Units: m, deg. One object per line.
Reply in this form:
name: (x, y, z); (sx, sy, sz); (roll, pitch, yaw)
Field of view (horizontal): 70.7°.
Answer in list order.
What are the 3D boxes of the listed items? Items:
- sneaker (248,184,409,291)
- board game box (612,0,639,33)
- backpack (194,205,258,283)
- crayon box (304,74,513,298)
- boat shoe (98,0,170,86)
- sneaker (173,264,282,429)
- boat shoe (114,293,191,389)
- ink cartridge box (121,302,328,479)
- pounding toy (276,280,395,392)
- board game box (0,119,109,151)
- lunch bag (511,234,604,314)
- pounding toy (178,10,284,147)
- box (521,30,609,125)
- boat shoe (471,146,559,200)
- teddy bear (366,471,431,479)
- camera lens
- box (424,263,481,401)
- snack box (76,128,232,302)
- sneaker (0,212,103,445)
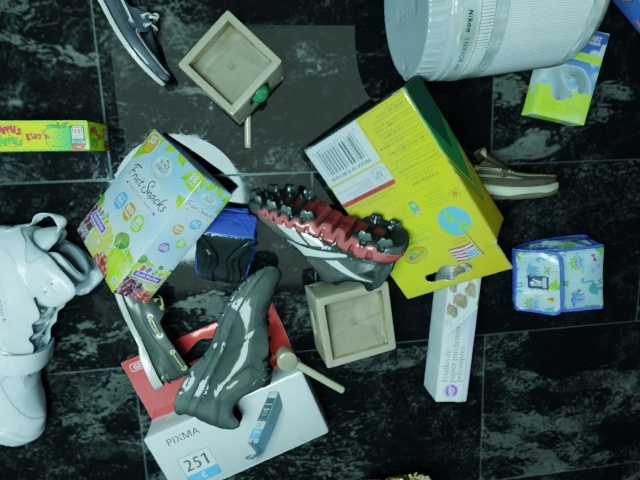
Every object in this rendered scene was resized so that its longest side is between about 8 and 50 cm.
sneaker: (0.000, 0.000, 0.741); (0.276, 0.097, 0.135); (21, 126, 16)
board game box: (0.515, -0.444, 0.655); (0.347, 0.233, 0.078); (28, 96, -24)
backpack: (-0.153, 0.008, 0.747); (0.098, 0.101, 0.120); (11, 131, -7)
crayon box: (0.146, -0.069, 0.728); (0.202, 0.081, 0.318); (-23, 107, 39)
boat shoe: (-0.280, -0.335, 0.678); (0.065, 0.075, 0.206); (-31, 98, 2)
sneaker: (-0.125, 0.178, 0.756); (0.130, 0.109, 0.286); (27, 89, 1)
boat shoe: (-0.287, 0.133, 0.759); (0.069, 0.081, 0.227); (-22, 98, -17)
ink cartridge box: (-0.170, 0.283, 0.810); (0.297, 0.066, 0.261); (-23, 103, -3)
pounding toy: (0.017, 0.167, 0.795); (0.206, 0.094, 0.180); (-13, 105, -12)
board game box: (-0.429, -0.155, 0.679); (0.182, 0.092, 0.043); (-2, 101, -8)
lunch bag: (0.438, 0.065, 0.847); (0.151, 0.096, 0.128); (-6, 104, 7)
pounding toy: (-0.129, -0.246, 0.714); (0.141, 0.100, 0.130); (43, 91, -2)
box: (0.436, -0.303, 0.801); (0.109, 0.042, 0.178); (9, 100, -10)
boat shoe: (0.292, -0.116, 0.790); (0.258, 0.095, 0.095); (-3, 95, -7)
teddy bear: (0.117, 0.576, 0.864); (0.245, 0.113, 0.337); (-22, 121, -13)
camera lens: (0.255, -0.362, 0.674); (0.275, 0.219, 0.219); (-10, 101, -6)
box: (0.248, 0.138, 0.843); (0.063, 0.067, 0.323); (2, 99, -8)
snack box: (-0.257, -0.042, 0.685); (0.207, 0.174, 0.070); (-51, 144, 1)
sneaker: (-0.451, 0.135, 0.704); (0.210, 0.137, 0.365); (-14, 98, -3)
